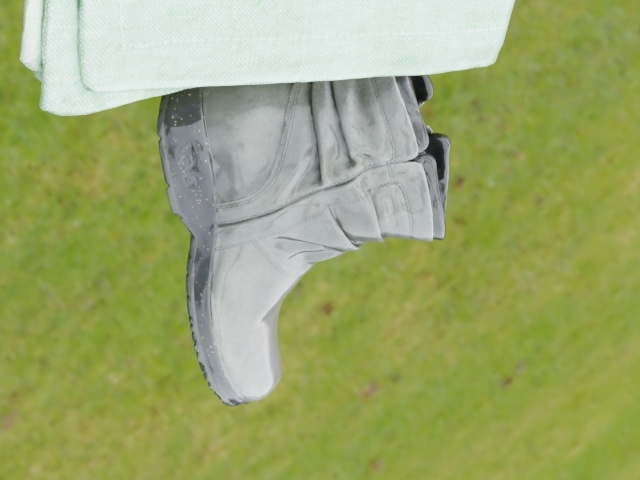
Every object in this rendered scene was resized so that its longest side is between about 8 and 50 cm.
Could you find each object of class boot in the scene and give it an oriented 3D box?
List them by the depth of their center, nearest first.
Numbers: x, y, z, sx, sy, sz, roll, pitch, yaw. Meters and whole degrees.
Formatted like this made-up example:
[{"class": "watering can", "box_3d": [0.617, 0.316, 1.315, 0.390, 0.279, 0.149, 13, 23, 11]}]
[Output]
[{"class": "boot", "box_3d": [0.000, 0.000, 1.066, 0.161, 0.083, 0.247, -3, 128, 6]}]

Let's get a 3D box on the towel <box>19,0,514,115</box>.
[{"class": "towel", "box_3d": [0.022, -0.202, 0.638, 0.247, 0.038, 0.325, -10, 126, -40]}]
